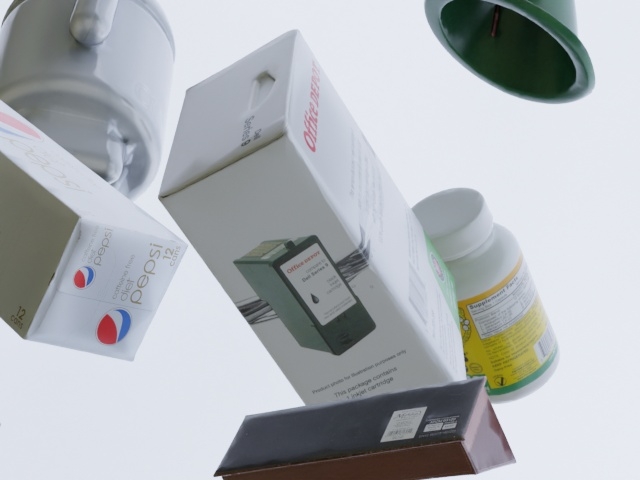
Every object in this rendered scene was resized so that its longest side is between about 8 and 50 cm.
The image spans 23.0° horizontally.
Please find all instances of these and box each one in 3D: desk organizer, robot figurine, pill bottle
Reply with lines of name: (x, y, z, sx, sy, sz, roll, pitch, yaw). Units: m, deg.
desk organizer: (0.022, 0.107, 0.743, 0.130, 0.047, 0.050, -12, -63, 27)
robot figurine: (-0.266, -0.166, 1.740, 0.353, 0.200, 0.300, -89, -163, -45)
pill bottle: (0.158, 0.054, 1.594, 0.117, 0.208, 0.117, -19, -149, 11)

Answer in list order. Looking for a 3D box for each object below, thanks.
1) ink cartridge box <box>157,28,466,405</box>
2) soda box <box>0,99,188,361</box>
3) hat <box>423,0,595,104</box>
ink cartridge box: (0.000, 0.000, 1.303, 0.121, 0.289, 0.211, -26, -155, 15)
soda box: (-0.166, -0.020, 0.825, 0.216, 0.074, 0.069, 34, -78, 42)
hat: (0.207, -0.259, 1.470, 0.173, 0.208, 0.183, 16, -112, 35)
